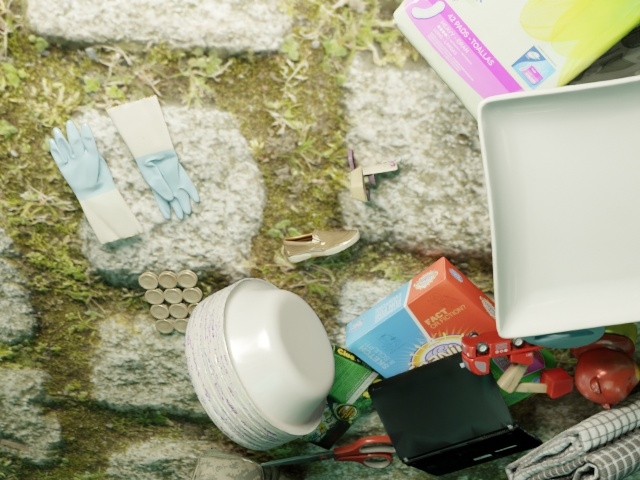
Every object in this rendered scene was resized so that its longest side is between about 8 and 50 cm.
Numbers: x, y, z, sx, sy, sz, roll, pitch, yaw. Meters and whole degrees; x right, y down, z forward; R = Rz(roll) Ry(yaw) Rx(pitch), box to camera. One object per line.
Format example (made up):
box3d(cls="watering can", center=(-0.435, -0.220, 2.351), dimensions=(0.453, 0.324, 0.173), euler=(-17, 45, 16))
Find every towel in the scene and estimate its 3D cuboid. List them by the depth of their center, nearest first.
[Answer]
box3d(cls="towel", center=(0.489, 0.386, 1.277), dimensions=(0.235, 0.121, 0.284), euler=(-16, 154, -25))

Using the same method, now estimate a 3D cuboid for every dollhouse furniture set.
box3d(cls="dollhouse furniture set", center=(0.091, -0.085, 1.108), dimensions=(0.081, 0.114, 0.091), euler=(-9, 121, 7))

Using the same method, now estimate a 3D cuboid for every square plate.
box3d(cls="square plate", center=(0.387, -0.047, 0.925), dimensions=(0.347, 0.049, 0.344), euler=(-8, 114, 6))

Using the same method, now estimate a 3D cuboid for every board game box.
box3d(cls="board game box", center=(0.240, 0.204, 1.322), dimensions=(0.316, 0.064, 0.242), euler=(39, 120, -20))
box3d(cls="board game box", center=(0.023, 0.325, 1.456), dimensions=(0.136, 0.030, 0.260), euler=(28, 123, -11))

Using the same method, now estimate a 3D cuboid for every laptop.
box3d(cls="laptop", center=(0.258, 0.336, 1.365), dimensions=(0.234, 0.136, 0.264), euler=(-25, 145, 23))

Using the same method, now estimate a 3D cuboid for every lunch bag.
box3d(cls="lunch bag", center=(-0.187, 0.620, 1.516), dimensions=(0.256, 0.305, 0.212), euler=(27, 134, -11))

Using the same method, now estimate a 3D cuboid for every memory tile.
box3d(cls="memory tile", center=(-0.272, 0.117, 1.352), dimensions=(0.113, 0.012, 0.148), euler=(-4, 124, 9))

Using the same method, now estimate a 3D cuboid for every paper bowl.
box3d(cls="paper bowl", center=(-0.083, 0.198, 1.220), dimensions=(0.148, 0.284, 0.284), euler=(-28, 118, 23))

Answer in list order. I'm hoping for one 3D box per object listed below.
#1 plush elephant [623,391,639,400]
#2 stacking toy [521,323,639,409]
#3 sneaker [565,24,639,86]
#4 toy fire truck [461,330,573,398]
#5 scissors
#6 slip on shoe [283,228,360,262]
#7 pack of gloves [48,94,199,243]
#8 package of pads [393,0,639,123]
box3d(cls="plush elephant", center=(0.755, 0.356, 1.251), dimensions=(0.272, 0.255, 0.330), euler=(34, 122, -17))
box3d(cls="stacking toy", center=(0.462, 0.137, 1.093), dimensions=(0.279, 0.130, 0.309), euler=(-22, 135, 39))
box3d(cls="sneaker", center=(0.392, -0.210, 1.001), dimensions=(0.232, 0.090, 0.115), euler=(-19, 126, 21))
box3d(cls="toy fire truck", center=(0.338, 0.215, 1.238), dimensions=(0.192, 0.047, 0.135), euler=(-9, 110, -8))
box3d(cls="scissors", center=(0.025, 0.448, 1.519), dimensions=(0.297, 0.021, 0.109), euler=(4, 131, -8))
box3d(cls="slip on shoe", center=(0.000, 0.000, 1.219), dimensions=(0.135, 0.051, 0.041), euler=(-15, 110, 23))
box3d(cls="pack of gloves", center=(-0.319, -0.119, 1.185), dimensions=(0.195, 0.046, 0.232), euler=(-16, 126, 3))
box3d(cls="package of pads", center=(0.263, -0.306, 0.899), dimensions=(0.296, 0.101, 0.229), euler=(-41, 89, 28))
